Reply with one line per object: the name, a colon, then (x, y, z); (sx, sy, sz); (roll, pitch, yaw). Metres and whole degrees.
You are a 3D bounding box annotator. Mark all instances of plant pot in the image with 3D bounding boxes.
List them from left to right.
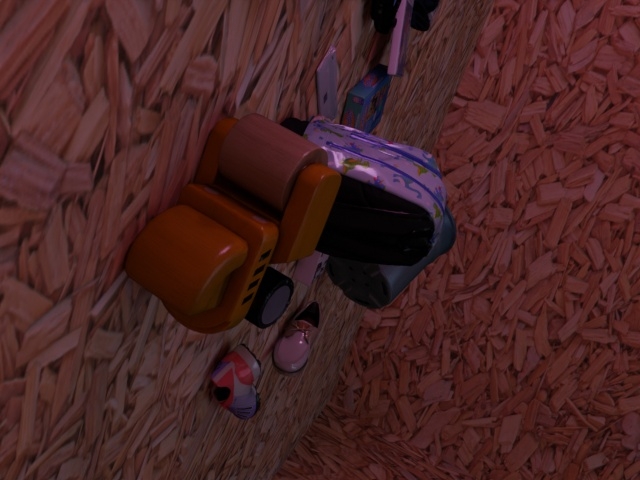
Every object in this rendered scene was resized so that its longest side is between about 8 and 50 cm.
plant pot: (0.207, 0.019, 2.410); (0.334, 0.341, 0.341); (-47, 160, -34)

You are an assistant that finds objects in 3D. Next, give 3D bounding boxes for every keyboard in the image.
keyboard: (0.013, -0.313, 1.614); (0.072, 0.014, 0.256); (-55, 165, -18)

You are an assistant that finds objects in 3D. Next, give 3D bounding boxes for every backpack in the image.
backpack: (0.077, -0.086, 1.513); (0.273, 0.355, 0.290); (-54, 163, -43)

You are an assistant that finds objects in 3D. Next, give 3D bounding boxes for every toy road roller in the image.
toy road roller: (-0.141, -0.016, 1.123); (0.240, 0.202, 0.329); (-12, 128, -62)

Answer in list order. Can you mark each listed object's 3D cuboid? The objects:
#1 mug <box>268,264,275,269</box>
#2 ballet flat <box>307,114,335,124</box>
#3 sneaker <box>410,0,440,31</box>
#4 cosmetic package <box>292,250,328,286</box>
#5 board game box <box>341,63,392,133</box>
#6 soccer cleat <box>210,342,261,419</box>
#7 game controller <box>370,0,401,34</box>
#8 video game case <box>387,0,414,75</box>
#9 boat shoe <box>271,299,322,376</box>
mug: (-0.130, 0.080, 1.678); (0.078, 0.062, 0.064); (99, 11, -72)
ballet flat: (-0.008, -0.166, 1.654); (0.091, 0.077, 0.241); (-56, 165, -40)
sneaker: (0.271, -0.628, 1.943); (0.211, 0.080, 0.081); (107, 5, -75)
cosmetic package: (0.000, 0.000, 2.057); (0.099, 0.060, 0.239); (-44, 156, -62)
board game box: (0.113, -0.333, 1.894); (0.210, 0.047, 0.160); (-51, 160, -50)
soccer cleat: (-0.214, 0.365, 1.829); (0.116, 0.108, 0.318); (-34, 156, -27)
game controller: (0.162, -0.586, 1.564); (0.166, 0.067, 0.319); (-58, 167, -28)
video game case: (0.197, -0.501, 1.831); (0.183, 0.023, 0.201); (-42, 141, -74)
boat shoe: (-0.066, 0.283, 2.252); (0.302, 0.113, 0.103); (-65, 173, -60)
